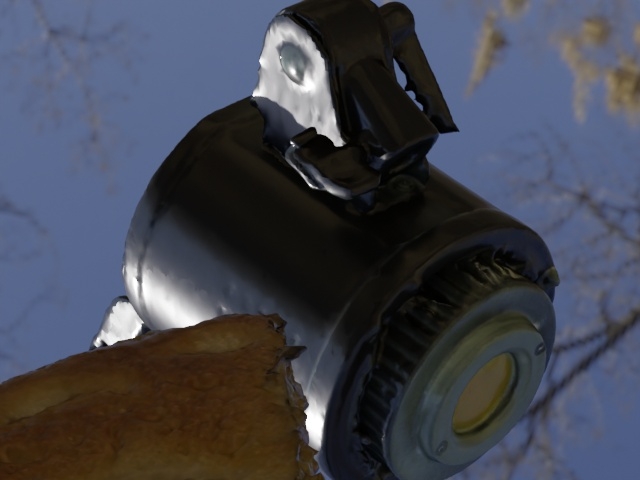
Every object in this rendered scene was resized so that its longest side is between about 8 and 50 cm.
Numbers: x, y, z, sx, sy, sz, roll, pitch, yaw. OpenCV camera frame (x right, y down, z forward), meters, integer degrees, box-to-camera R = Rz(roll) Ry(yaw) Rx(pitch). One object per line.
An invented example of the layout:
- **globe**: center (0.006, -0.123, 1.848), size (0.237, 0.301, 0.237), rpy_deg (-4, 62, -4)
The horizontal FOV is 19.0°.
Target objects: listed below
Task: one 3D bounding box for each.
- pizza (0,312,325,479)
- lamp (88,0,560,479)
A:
- **pizza**: center (-0.089, 0.119, 0.624), size (0.226, 0.086, 0.335), rpy_deg (7, -154, 37)
- **lamp**: center (0.015, 0.042, 1.253), size (0.205, 0.374, 0.272), rpy_deg (-26, -114, -33)
